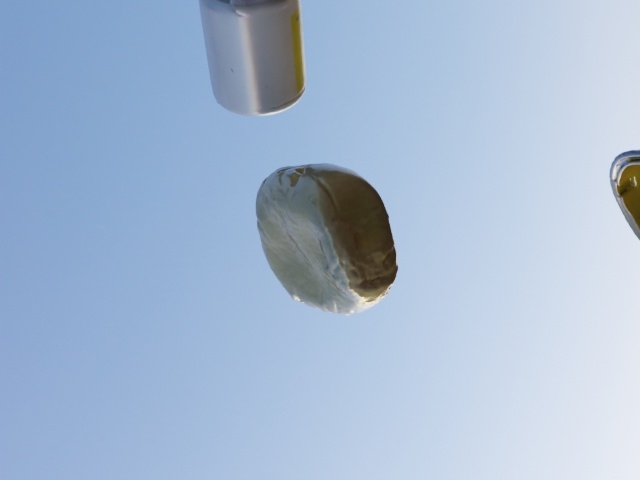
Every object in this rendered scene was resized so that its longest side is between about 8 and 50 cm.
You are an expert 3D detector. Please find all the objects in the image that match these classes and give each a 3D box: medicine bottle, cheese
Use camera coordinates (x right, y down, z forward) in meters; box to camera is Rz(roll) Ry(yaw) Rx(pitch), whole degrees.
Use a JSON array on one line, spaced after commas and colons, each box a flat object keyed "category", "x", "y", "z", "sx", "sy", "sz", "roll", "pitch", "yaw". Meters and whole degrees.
[{"category": "medicine bottle", "x": -0.096, "y": -0.312, "z": 1.314, "sx": 0.258, "sy": 0.143, "sz": 0.143, "roll": 85, "pitch": -157, "yaw": -45}, {"category": "cheese", "x": 0.000, "y": 0.000, "z": 1.329, "sx": 0.117, "sy": 0.214, "sz": 0.225, "roll": -27, "pitch": -75, "yaw": -36}]

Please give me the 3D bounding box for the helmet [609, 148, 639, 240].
[{"category": "helmet", "x": 0.443, "y": -0.049, "z": 1.046, "sx": 0.205, "sy": 0.140, "sz": 0.257, "roll": 55, "pitch": 176, "yaw": 8}]
